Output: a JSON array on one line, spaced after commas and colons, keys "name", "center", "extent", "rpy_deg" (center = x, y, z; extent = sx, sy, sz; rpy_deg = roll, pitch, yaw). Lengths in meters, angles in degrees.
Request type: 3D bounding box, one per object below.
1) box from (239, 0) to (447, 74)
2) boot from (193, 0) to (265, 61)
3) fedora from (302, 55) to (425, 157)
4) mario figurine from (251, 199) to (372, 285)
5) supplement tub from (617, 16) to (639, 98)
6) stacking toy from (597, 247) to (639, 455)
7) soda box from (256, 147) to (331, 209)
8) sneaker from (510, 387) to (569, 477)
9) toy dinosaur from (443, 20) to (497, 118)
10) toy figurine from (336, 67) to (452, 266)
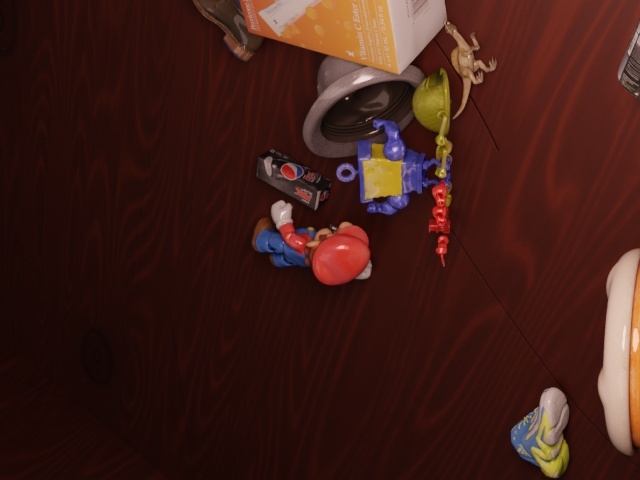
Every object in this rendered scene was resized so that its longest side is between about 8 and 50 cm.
[{"name": "box", "center": [0.027, -0.463, 1.833], "extent": [0.345, 0.168, 0.215], "rpy_deg": [21, 146, 31]}, {"name": "boot", "center": [-0.182, -0.486, 2.132], "extent": [0.106, 0.082, 0.219], "rpy_deg": [-41, 84, 28]}, {"name": "fedora", "center": [0.071, -0.282, 1.958], "extent": [0.275, 0.244, 0.124], "rpy_deg": [112, 143, -62]}, {"name": "mario figurine", "center": [0.000, 0.000, 2.276], "extent": [0.320, 0.198, 0.170], "rpy_deg": [10, 99, 50]}, {"name": "supplement tub", "center": [0.533, -0.309, 1.557], "extent": [0.117, 0.117, 0.190], "rpy_deg": [33, 136, 20]}, {"name": "stacking toy", "center": [0.711, 0.193, 1.676], "extent": [0.480, 0.350, 0.350], "rpy_deg": [2, 121, 24]}, {"name": "soda box", "center": [-0.060, -0.137, 2.276], "extent": [0.169, 0.053, 0.060], "rpy_deg": [30, 136, 22]}, {"name": "sneaker", "center": [0.452, 0.397, 2.177], "extent": [0.126, 0.091, 0.240], "rpy_deg": [16, 129, 35]}, {"name": "toy dinosaur", "center": [0.268, -0.310, 1.863], "extent": [0.092, 0.053, 0.183], "rpy_deg": [17, 124, 53]}, {"name": "toy figurine", "center": [0.132, -0.133, 1.920], "extent": [0.217, 0.191, 0.362], "rpy_deg": [2, 132, 10]}]
